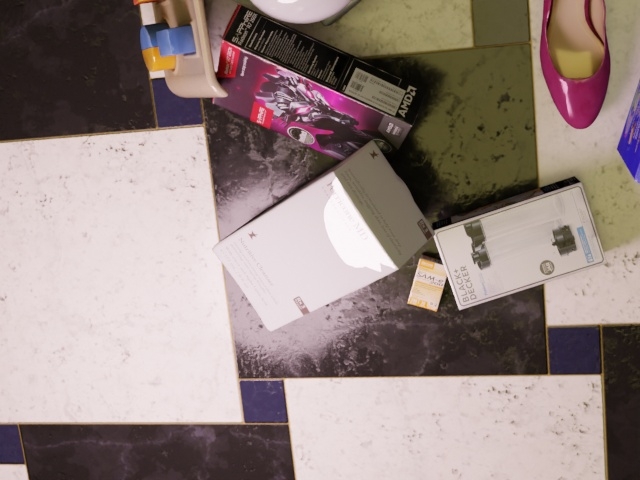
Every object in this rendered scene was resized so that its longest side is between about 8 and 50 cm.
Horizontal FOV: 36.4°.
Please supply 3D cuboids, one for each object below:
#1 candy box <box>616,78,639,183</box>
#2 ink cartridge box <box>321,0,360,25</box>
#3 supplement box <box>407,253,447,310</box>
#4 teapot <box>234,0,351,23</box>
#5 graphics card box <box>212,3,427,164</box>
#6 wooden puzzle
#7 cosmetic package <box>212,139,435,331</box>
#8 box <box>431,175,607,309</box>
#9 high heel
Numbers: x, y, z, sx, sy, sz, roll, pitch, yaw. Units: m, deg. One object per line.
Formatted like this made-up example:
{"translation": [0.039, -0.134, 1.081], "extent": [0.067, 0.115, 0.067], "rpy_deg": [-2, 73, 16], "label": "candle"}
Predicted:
{"translation": [0.600, -0.235, 1.619], "extent": [0.122, 0.317, 0.268], "rpy_deg": [17, 108, 9], "label": "candy box"}
{"translation": [0.043, -0.545, 1.813], "extent": [0.232, 0.066, 0.189], "rpy_deg": [-36, 94, 23], "label": "ink cartridge box"}
{"translation": [0.217, 0.085, 1.942], "extent": [0.062, 0.036, 0.098], "rpy_deg": [15, 107, 8], "label": "supplement box"}
{"translation": [-0.023, -0.481, 1.729], "extent": [0.252, 0.187, 0.256], "rpy_deg": [-47, 63, 2], "label": "teapot"}
{"translation": [-0.011, -0.265, 1.788], "extent": [0.371, 0.233, 0.094], "rpy_deg": [24, 66, -2], "label": "graphics card box"}
{"translation": [-0.285, -0.427, 1.794], "extent": [0.080, 0.322, 0.347], "rpy_deg": [-18, 104, -19], "label": "wooden puzzle"}
{"translation": [0.000, 0.000, 1.838], "extent": [0.385, 0.156, 0.217], "rpy_deg": [-32, 95, 46], "label": "cosmetic package"}
{"translation": [0.371, 0.006, 1.839], "extent": [0.290, 0.087, 0.169], "rpy_deg": [-17, 99, 10], "label": "box"}
{"translation": [0.439, -0.373, 1.693], "extent": [0.127, 0.181, 0.377], "rpy_deg": [-7, 102, 15], "label": "high heel"}
